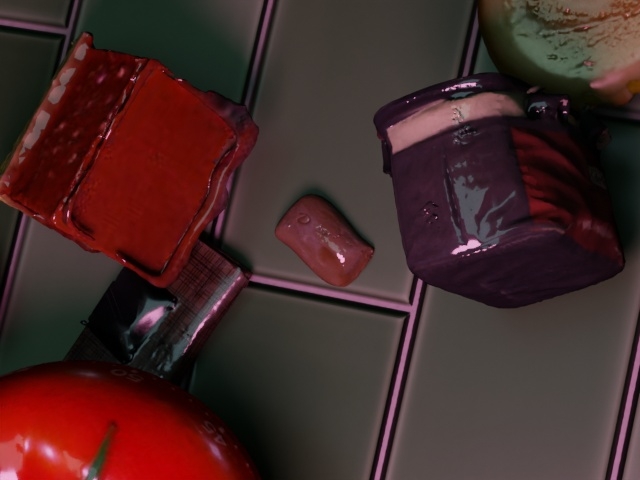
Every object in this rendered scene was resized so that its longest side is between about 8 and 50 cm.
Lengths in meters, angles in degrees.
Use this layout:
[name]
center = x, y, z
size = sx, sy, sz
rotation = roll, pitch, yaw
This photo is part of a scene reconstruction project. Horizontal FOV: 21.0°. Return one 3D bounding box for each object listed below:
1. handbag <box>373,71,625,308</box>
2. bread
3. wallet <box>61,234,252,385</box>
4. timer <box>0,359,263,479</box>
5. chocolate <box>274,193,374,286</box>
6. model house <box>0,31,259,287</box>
[handbag]
center = 0.167, -0.051, 1.541
size = 0.181, 0.254, 0.181
rotation = -20, 72, 27
[bread]
center = 0.257, -0.216, 1.620
size = 0.213, 0.105, 0.213
rotation = -2, 80, 15
[wallet]
center = -0.178, 0.094, 1.746
size = 0.124, 0.042, 0.230
rotation = 35, 94, 19
[timer]
center = -0.222, 0.298, 1.586
size = 0.378, 0.279, 0.378
rotation = 0, 89, 13
[chocolate]
center = 0.000, 0.000, 1.708
size = 0.064, 0.031, 0.100
rotation = -47, 71, 10
[model house]
center = -0.221, -0.094, 1.726
size = 0.254, 0.160, 0.196
rotation = 22, 82, 47
